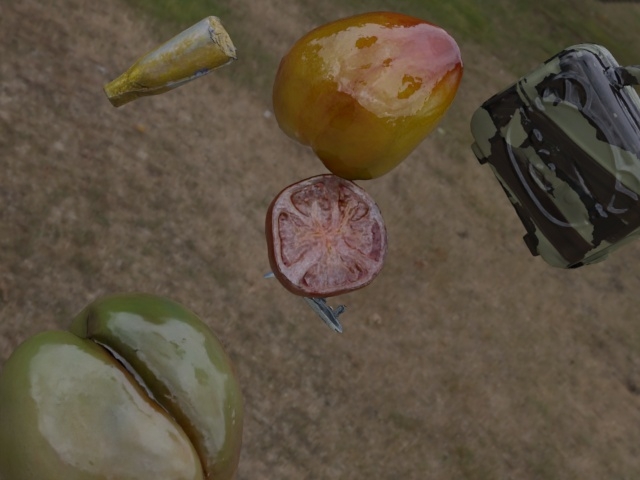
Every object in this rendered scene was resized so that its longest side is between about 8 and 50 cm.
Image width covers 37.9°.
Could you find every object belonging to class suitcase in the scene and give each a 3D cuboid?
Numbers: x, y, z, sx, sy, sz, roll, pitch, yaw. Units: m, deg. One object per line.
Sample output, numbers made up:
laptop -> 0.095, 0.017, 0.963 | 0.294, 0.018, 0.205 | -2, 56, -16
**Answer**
suitcase -> 0.473, -0.158, 1.611 | 0.194, 0.339, 0.351 | -17, 76, -58

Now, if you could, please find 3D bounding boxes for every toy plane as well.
toy plane -> -0.023, 0.103, 1.815 | 0.226, 0.058, 0.226 | 34, -4, 36

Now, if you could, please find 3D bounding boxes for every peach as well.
peach -> 0.083, -0.267, 1.622 | 0.289, 0.308, 0.289 | 37, 10, -7
peach -> -0.220, 0.208, 1.061 | 0.292, 0.247, 0.292 | 22, 60, -44

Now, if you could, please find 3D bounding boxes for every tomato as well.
tomato -> 0.000, 0.000, 1.675 | 0.237, 0.095, 0.237 | 5, 76, -21

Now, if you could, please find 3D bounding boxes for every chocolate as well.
chocolate -> -0.243, -0.272, 1.471 | 0.085, 0.219, 0.085 | 56, 20, -32
